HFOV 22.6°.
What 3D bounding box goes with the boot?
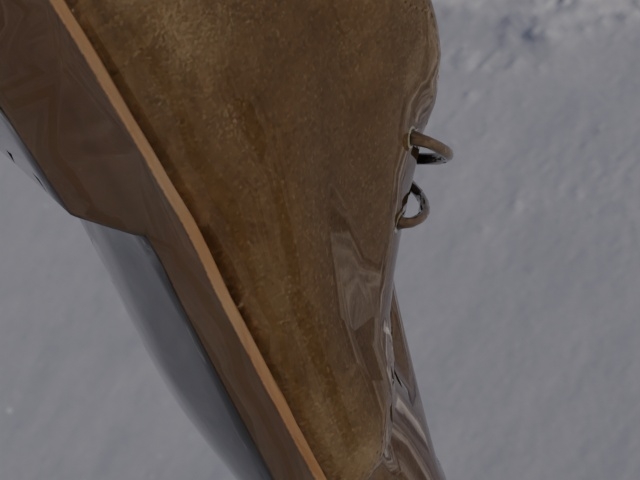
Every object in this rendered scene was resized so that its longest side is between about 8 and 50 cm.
[{"bbox_3d":[0.000,0.000,0.422,0.115,0.305,0.112,-37,36,-14],"label":"boot"}]
